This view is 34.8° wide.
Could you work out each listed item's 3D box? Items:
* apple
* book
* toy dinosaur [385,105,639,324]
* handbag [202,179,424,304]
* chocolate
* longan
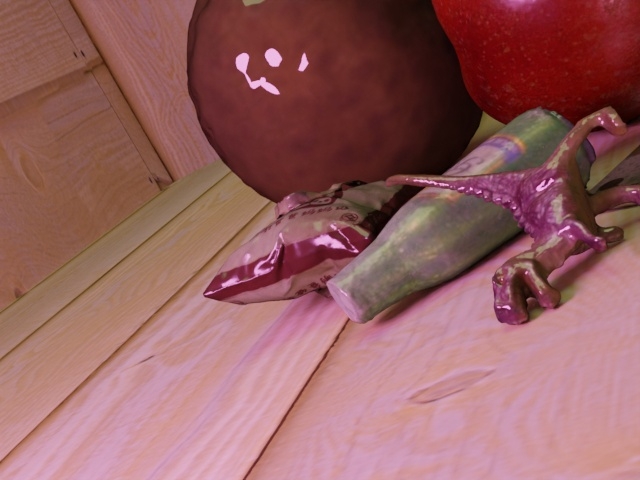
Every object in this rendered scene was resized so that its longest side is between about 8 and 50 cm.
[{"bbox_3d":[0.282,-0.294,1.216,0.277,0.348,0.348,-18,15,22],"label":"apple"},{"bbox_3d":[0.350,-0.087,0.987,0.198,0.016,0.138,-37,14,-36],"label":"book"},{"bbox_3d":[0.182,-0.040,0.902,0.199,0.072,0.251,-29,48,2],"label":"toy dinosaur"},{"bbox_3d":[0.000,0.000,1.167,0.213,0.127,0.235,-26,6,25],"label":"handbag"},{"bbox_3d":[0.135,-0.019,1.020,0.291,0.110,0.110,-35,13,-16],"label":"chocolate"},{"bbox_3d":[0.019,-0.229,1.444,0.404,0.435,0.404,-43,33,38],"label":"longan"}]
